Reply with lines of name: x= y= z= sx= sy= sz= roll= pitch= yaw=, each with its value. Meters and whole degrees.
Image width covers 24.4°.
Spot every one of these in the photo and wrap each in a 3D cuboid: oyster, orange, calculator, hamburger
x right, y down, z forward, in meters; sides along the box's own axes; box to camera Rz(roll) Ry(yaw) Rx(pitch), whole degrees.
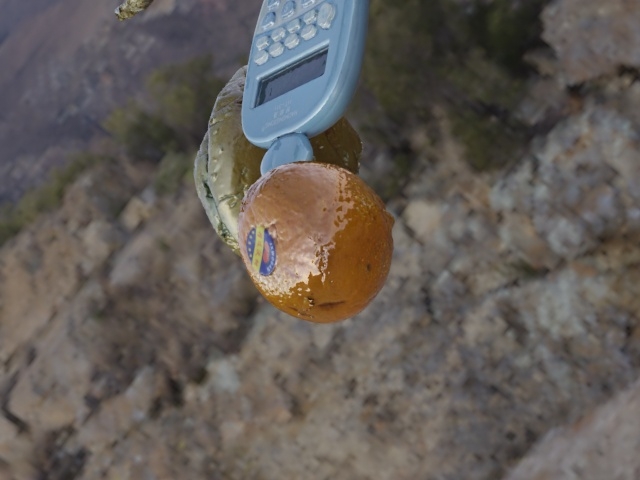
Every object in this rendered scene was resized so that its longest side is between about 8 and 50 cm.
oyster: x=-0.287 y=-0.394 z=2.363 sx=0.146 sy=0.045 sz=0.122 roll=-53 pitch=9 yaw=51
orange: x=-0.001 y=0.001 z=1.195 sx=0.135 sy=0.117 sz=0.135 roll=7 pitch=98 yaw=53
calculator: x=-0.016 y=-0.196 z=1.519 sx=0.188 sy=0.042 sz=0.303 roll=-17 pitch=62 yaw=52
hamburger: x=-0.064 y=-0.115 z=1.910 sx=0.132 sy=0.211 sz=0.309 roll=-26 pitch=25 yaw=36
